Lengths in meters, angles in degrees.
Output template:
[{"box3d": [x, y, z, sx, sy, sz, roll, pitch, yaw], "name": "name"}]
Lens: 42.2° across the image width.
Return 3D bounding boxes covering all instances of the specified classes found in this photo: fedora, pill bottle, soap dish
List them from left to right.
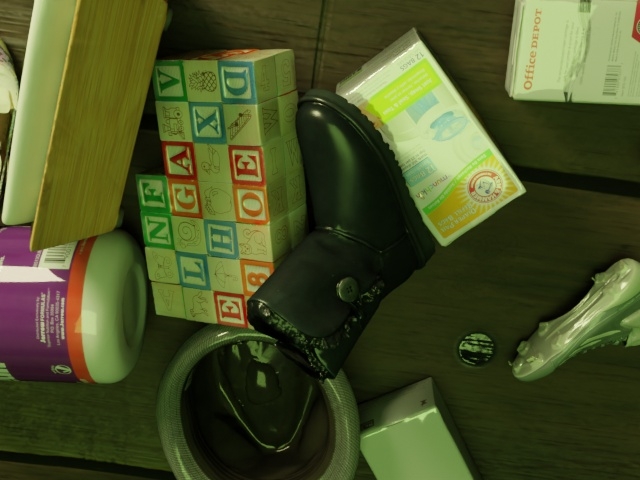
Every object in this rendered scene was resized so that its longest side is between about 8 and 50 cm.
[{"box3d": [-0.375, 0.072, 0.964, 0.323, 0.181, 0.181, 1, 112, 3], "name": "pill bottle"}, {"box3d": [-0.240, -0.164, 0.842, 0.118, 0.229, 0.291, 10, 117, -21], "name": "soap dish"}, {"box3d": [-0.073, 0.209, 1.035, 0.243, 0.124, 0.275, -17, 103, 7], "name": "fedora"}]

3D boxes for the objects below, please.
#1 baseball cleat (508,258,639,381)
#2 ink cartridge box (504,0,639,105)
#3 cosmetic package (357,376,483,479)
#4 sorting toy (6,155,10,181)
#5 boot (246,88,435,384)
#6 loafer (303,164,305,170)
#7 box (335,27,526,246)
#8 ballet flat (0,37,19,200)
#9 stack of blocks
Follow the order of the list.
[{"box3d": [0.333, 0.118, 1.011, 0.109, 0.072, 0.206, 36, 113, -18], "name": "baseball cleat"}, {"box3d": [0.280, -0.206, 0.889, 0.150, 0.063, 0.109, 3, 112, 2], "name": "ink cartridge box"}, {"box3d": [0.143, 0.306, 1.088, 0.117, 0.085, 0.231, -23, 107, 11], "name": "cosmetic package"}, {"box3d": [-0.489, -0.133, 0.965, 0.193, 0.038, 0.208, -19, 109, 10], "name": "sorting toy"}, {"box3d": [0.000, 0.000, 0.844, 0.207, 0.094, 0.246, -47, 122, -25], "name": "boot"}, {"box3d": [0.013, -0.090, 0.949, 0.170, 0.062, 0.061, 33, 106, -11], "name": "loafer"}, {"box3d": [0.120, -0.114, 0.911, 0.114, 0.103, 0.203, -34, 106, 15], "name": "box"}, {"box3d": [-0.372, -0.126, 0.922, 0.077, 0.079, 0.221, 1, 102, -37], "name": "ballet flat"}, {"box3d": [-0.110, -0.057, 0.920, 0.171, 0.087, 0.297, 6, 113, 26], "name": "stack of blocks"}]
